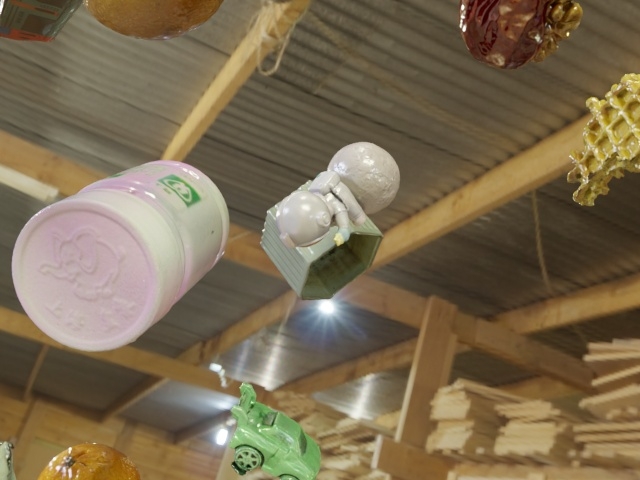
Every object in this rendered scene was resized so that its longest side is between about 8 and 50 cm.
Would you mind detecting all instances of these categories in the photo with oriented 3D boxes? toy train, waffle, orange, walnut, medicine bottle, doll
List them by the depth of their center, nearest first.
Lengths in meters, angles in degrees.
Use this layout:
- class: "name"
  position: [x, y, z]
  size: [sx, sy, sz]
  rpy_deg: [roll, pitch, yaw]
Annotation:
- class: "toy train"
  position: [-0.284, -0.279, 0.808]
  size: [0.089, 0.086, 0.409]
  rpy_deg: [11, -2, -26]
- class: "toy train"
  position: [-0.063, 0.269, 1.044]
  size: [0.149, 0.099, 0.081]
  rpy_deg: [30, -67, -4]
- class: "medicine bottle"
  position: [-0.272, 0.007, 1.127]
  size: [0.212, 0.212, 0.325]
  rpy_deg: [14, 17, 6]
- class: "orange"
  position: [-0.393, 0.432, 1.296]
  size: [0.193, 0.193, 0.161]
  rpy_deg: [1, -46, 31]
- class: "waffle"
  position: [0.540, -0.166, 1.324]
  size: [0.069, 0.259, 0.293]
  rpy_deg: [7, 6, -25]
- class: "doll"
  position: [0.027, -0.080, 1.463]
  size: [0.151, 0.287, 0.151]
  rpy_deg: [31, -40, 30]
- class: "orange"
  position: [-0.325, -0.564, 1.517]
  size: [0.322, 0.322, 0.357]
  rpy_deg: [29, -21, -23]
- class: "walnut"
  position: [0.411, -0.494, 1.576]
  size: [0.244, 0.221, 0.269]
  rpy_deg: [27, -40, 19]

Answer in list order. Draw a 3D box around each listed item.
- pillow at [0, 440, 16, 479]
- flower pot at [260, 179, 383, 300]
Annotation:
- class: "pillow"
  position: [-0.472, 0.440, 0.916]
  size: [0.310, 0.312, 0.119]
  rpy_deg: [-18, -6, -38]
- class: "flower pot"
  position: [0.000, 0.000, 1.786]
  size: [0.189, 0.239, 0.209]
  rpy_deg: [50, -4, 28]
